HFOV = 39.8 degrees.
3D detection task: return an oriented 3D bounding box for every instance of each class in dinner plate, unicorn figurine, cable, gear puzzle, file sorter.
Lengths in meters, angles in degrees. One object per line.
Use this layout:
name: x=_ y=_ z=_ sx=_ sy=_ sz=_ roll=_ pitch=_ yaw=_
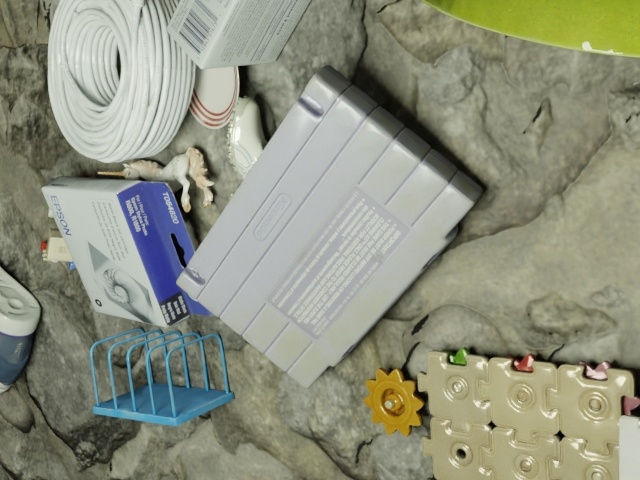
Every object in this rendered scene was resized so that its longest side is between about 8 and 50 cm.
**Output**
dinner plate: x=-0.140 y=-0.213 z=1.127 sx=0.141 sy=0.017 sz=0.141 roll=20 pitch=117 yaw=47
unicorn figurine: x=-0.210 y=-0.077 z=1.213 sx=0.162 sy=0.060 sz=0.111 roll=-27 pitch=80 yaw=23
cable: x=-0.270 y=-0.233 z=1.170 sx=0.257 sy=0.089 sz=0.257 roll=5 pitch=101 yaw=44
gear puzzle: x=0.195 y=0.207 z=1.003 sx=0.338 sy=0.044 sz=0.176 roll=1 pitch=100 yaw=36
file sorter: x=-0.231 y=0.189 z=1.261 sx=0.170 sy=0.118 sz=0.105 roll=-1 pitch=100 yaw=36

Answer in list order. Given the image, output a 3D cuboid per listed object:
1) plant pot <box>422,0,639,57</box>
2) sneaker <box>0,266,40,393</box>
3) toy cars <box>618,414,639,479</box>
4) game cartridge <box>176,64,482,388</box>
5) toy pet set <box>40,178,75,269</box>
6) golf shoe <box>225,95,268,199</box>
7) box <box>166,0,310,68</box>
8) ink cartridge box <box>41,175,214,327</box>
plant pot: x=0.237 y=-0.322 z=0.708 sx=0.274 sy=0.274 sz=0.294 roll=15 pitch=95 yaw=32
sneaker: x=-0.632 y=0.127 z=1.527 sx=0.322 sy=0.130 sz=0.236 roll=39 pitch=119 yaw=15
toy cars: x=0.399 y=0.136 z=0.740 sx=0.176 sy=0.087 sz=0.394 roll=-109 pitch=32 yaw=-41
game cartridge: x=0.000 y=0.000 z=1.040 sx=0.230 sy=0.068 sz=0.355 roll=37 pitch=124 yaw=-3
toy pet set: x=-0.389 y=-0.016 z=1.370 sx=0.114 sy=0.065 sz=0.122 roll=-127 pitch=47 yaw=-57
golf shoe: x=-0.069 y=-0.093 z=1.107 sx=0.086 sy=0.069 sz=0.176 roll=4 pitch=112 yaw=18
box: x=-0.086 y=-0.270 z=1.008 sx=0.072 sy=0.137 sz=0.126 roll=48 pitch=125 yaw=17
ink cartridge box: x=-0.270 y=0.017 z=1.246 sx=0.224 sy=0.045 sz=0.223 roll=4 pitch=123 yaw=35
